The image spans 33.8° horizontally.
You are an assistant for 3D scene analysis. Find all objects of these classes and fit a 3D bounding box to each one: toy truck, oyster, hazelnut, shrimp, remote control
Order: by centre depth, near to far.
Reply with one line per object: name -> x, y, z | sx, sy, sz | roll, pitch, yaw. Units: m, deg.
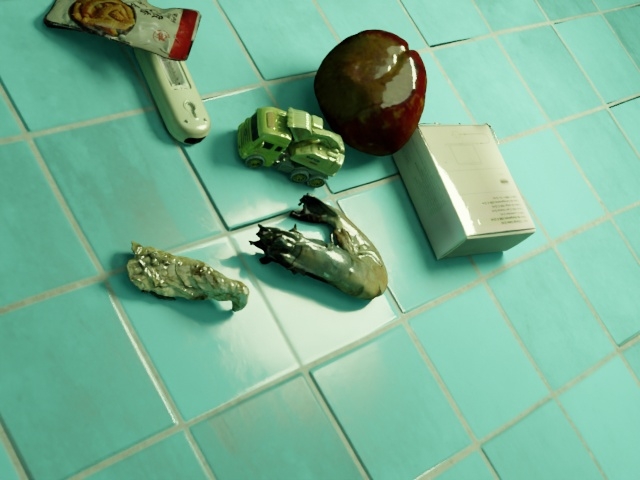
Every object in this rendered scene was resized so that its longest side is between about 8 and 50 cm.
oyster -> -0.204, 0.048, 1.600 | 0.200, 0.061, 0.106 | 6, 58, -35
remote control -> -0.249, -0.263, 1.780 | 0.078, 0.042, 0.221 | -10, 68, -43
shrimp -> 0.005, -0.004, 1.793 | 0.289, 0.075, 0.178 | 20, 44, -26
toy truck -> -0.039, -0.169, 1.830 | 0.191, 0.116, 0.085 | 17, 52, -29
hazelnut -> 0.091, -0.273, 1.961 | 0.218, 0.218, 0.233 | 18, 71, -28

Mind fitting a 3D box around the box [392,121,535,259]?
box -> 0.276, -0.100, 2.035 | 0.203, 0.106, 0.251 | -6, 65, -41

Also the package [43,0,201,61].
package -> -0.326, -0.373, 1.764 | 0.239, 0.030, 0.154 | 18, 48, -8
